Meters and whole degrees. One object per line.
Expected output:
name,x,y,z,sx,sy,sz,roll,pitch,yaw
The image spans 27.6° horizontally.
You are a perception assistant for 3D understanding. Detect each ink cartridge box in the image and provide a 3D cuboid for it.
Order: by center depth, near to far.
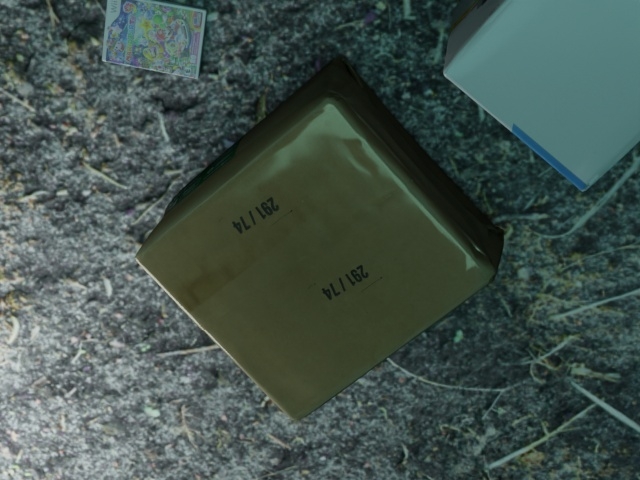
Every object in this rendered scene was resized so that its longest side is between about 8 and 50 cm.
ink cartridge box,0.271,-0.224,1.391,0.198,0.270,0.197,39,113,-9

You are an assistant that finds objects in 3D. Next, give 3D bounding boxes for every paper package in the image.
paper package,0.000,0.000,1.575,0.325,0.168,0.309,-39,101,20

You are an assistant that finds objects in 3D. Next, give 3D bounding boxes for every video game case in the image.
video game case,-0.202,-0.249,1.583,0.122,0.011,0.087,11,113,3
